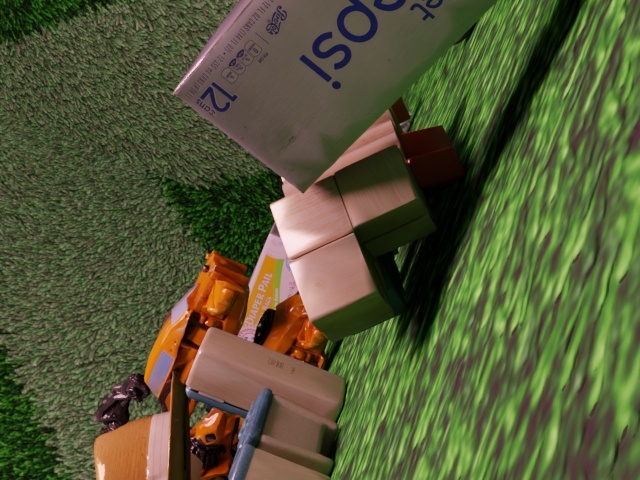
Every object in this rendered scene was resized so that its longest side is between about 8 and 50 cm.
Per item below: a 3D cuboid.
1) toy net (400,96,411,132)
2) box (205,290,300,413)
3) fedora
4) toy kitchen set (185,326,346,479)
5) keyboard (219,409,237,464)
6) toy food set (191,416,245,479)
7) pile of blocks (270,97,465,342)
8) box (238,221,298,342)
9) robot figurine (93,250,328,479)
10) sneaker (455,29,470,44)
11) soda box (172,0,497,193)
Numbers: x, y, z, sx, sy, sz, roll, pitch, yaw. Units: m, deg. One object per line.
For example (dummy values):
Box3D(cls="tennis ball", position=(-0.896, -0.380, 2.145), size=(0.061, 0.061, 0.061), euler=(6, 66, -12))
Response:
Box3D(cls="toy net", position=(0.068, -0.080, 1.328), size=(0.122, 0.045, 0.232), euler=(82, -153, -54))
Box3D(cls="box", position=(-0.061, 0.143, 1.388), size=(0.175, 0.051, 0.220), euler=(-48, -4, -19))
Box3D(cls="fedora", position=(-0.150, 0.205, 0.958), size=(0.194, 0.079, 0.194), euler=(180, 90, -85))
Box3D(cls="toy kitchen set", position=(-0.072, 0.192, 0.854), size=(0.207, 0.122, 0.166), euler=(-73, 6, -72))
Box3D(cls="keyboard", position=(-0.059, 0.189, 1.245), size=(0.192, 0.100, 0.038), euler=(-55, 45, 16))
Box3D(cls="toy food set", position=(-0.105, 0.253, 1.086), size=(0.232, 0.111, 0.104), euler=(-39, 19, 20))
Box3D(cls="pile of blocks", position=(0.046, -0.032, 0.786), size=(0.113, 0.149, 0.362), euler=(-25, 23, 8))
Box3D(cls="box", position=(-0.050, 0.079, 1.656), size=(0.103, 0.114, 0.203), euler=(-72, 3, -69))
Box3D(cls="robot figurine", position=(-0.108, 0.164, 1.167), size=(0.291, 0.211, 0.085), euler=(-63, 18, 18))
Box3D(cls="sneaker", position=(0.138, -0.304, 1.045), size=(0.227, 0.087, 0.130), euler=(103, 179, -48))
Box3D(cls="soda box", position=(0.048, -0.157, 0.593), size=(0.286, 0.098, 0.091), euler=(-44, 16, 34))
